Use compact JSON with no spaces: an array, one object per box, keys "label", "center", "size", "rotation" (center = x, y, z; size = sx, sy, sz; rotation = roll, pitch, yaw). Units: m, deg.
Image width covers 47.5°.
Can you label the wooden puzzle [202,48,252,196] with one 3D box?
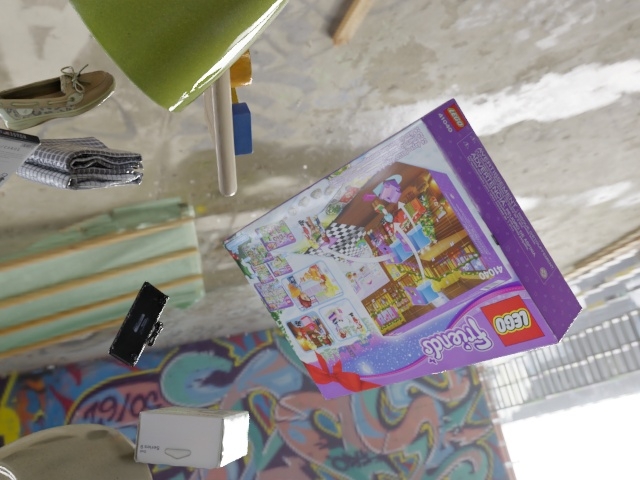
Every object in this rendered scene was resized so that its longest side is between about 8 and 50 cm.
[{"label":"wooden puzzle","center":[-0.188,-0.310,1.433],"size":[0.081,0.347,0.322],"rotation":[-7,131,-11]}]

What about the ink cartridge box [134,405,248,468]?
[{"label":"ink cartridge box","center":[-0.229,0.358,1.335],"size":[0.154,0.093,0.212],"rotation":[2,172,7]}]

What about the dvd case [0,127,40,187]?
[{"label":"dvd case","center":[-0.783,-0.178,1.663],"size":[0.239,0.029,0.179],"rotation":[-36,155,29]}]

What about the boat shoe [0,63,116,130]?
[{"label":"boat shoe","center":[-0.631,-0.348,1.733],"size":[0.285,0.104,0.089],"rotation":[-23,138,-7]}]

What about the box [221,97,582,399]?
[{"label":"box","center":[0.054,0.028,0.660],"size":[0.293,0.200,0.057],"rotation":[-27,-173,47]}]

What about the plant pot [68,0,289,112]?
[{"label":"plant pot","center":[-0.141,-0.358,0.930],"size":[0.294,0.274,0.275],"rotation":[-31,160,10]}]

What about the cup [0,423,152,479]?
[{"label":"cup","center":[-0.488,0.468,1.240],"size":[0.331,0.331,0.237],"rotation":[-18,155,15]}]

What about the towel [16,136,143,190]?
[{"label":"towel","center":[-0.664,-0.217,2.025],"size":[0.235,0.121,0.284],"rotation":[12,-166,31]}]

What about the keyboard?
[{"label":"keyboard","center":[-0.399,0.191,1.626],"size":[0.023,0.180,0.108],"rotation":[4,151,39]}]
